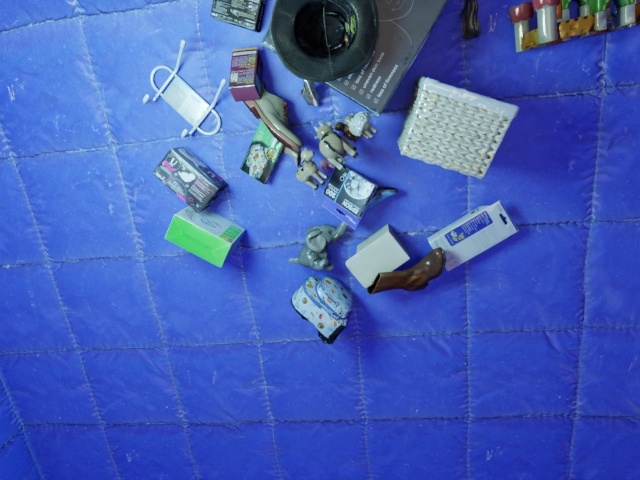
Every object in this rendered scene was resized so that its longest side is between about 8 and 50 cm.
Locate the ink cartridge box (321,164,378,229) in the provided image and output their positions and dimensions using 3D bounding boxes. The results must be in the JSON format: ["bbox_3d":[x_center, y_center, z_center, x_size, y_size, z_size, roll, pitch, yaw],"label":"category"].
[{"bbox_3d":[0.107,-0.183,1.732,0.206,0.045,0.209,37,113,28],"label":"ink cartridge box"}]

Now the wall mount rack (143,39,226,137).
[{"bbox_3d":[-0.529,-0.594,1.675,0.350,0.130,0.304,42,108,-9],"label":"wall mount rack"}]

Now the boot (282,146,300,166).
[{"bbox_3d":[-0.129,-0.371,1.754,0.086,0.042,0.119,8,108,11],"label":"boot"}]

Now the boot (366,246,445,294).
[{"bbox_3d":[0.353,0.125,1.744,0.280,0.096,0.264,0,146,-26],"label":"boot"}]

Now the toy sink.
[{"bbox_3d":[0.242,0.066,1.806,0.234,0.131,0.153,-38,100,16],"label":"toy sink"}]

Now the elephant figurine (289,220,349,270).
[{"bbox_3d":[0.000,0.000,1.819,0.169,0.185,0.240,18,103,46],"label":"elephant figurine"}]

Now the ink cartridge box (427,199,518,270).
[{"bbox_3d":[0.636,-0.024,1.767,0.332,0.065,0.166,-32,102,17],"label":"ink cartridge box"}]

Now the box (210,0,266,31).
[{"bbox_3d":[-0.306,-0.887,1.579,0.179,0.077,0.148,16,110,1],"label":"box"}]

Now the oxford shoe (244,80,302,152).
[{"bbox_3d":[-0.169,-0.489,1.633,0.130,0.123,0.348,-41,80,-1],"label":"oxford shoe"}]

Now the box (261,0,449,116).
[{"bbox_3d":[0.128,-0.766,1.454,0.471,0.297,0.480,30,110,-5],"label":"box"}]

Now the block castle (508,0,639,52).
[{"bbox_3d":[0.882,-0.781,1.361,0.452,0.303,0.213,-10,106,9],"label":"block castle"}]

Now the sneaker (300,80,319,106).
[{"bbox_3d":[-0.052,-0.576,1.628,0.064,0.158,0.061,3,64,17],"label":"sneaker"}]

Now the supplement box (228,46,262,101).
[{"bbox_3d":[-0.284,-0.635,1.608,0.103,0.081,0.189,-3,68,8],"label":"supplement box"}]

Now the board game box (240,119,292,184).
[{"bbox_3d":[-0.229,-0.380,1.749,0.136,0.030,0.260,34,110,14],"label":"board game box"}]

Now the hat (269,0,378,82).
[{"bbox_3d":[0.004,-0.649,1.288,0.330,0.134,0.332,-4,111,-11],"label":"hat"}]

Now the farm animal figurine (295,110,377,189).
[{"bbox_3d":[0.029,-0.355,1.599,0.172,0.327,0.330,38,93,-15],"label":"farm animal figurine"}]

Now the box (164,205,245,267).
[{"bbox_3d":[-0.486,-0.029,1.805,0.261,0.231,0.127,29,110,-3],"label":"box"}]

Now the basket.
[{"bbox_3d":[0.473,-0.418,1.521,0.330,0.328,0.267,16,113,0],"label":"basket"}]

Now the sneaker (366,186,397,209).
[{"bbox_3d":[0.222,-0.174,1.759,0.209,0.069,0.082,-8,103,13],"label":"sneaker"}]

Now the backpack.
[{"bbox_3d":[0.013,0.277,1.844,0.263,0.276,0.213,33,104,2],"label":"backpack"}]

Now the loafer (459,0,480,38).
[{"bbox_3d":[0.534,-0.820,1.516,0.061,0.062,0.170,-10,106,15],"label":"loafer"}]

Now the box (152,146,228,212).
[{"bbox_3d":[-0.541,-0.261,1.770,0.247,0.163,0.142,43,104,-8],"label":"box"}]
